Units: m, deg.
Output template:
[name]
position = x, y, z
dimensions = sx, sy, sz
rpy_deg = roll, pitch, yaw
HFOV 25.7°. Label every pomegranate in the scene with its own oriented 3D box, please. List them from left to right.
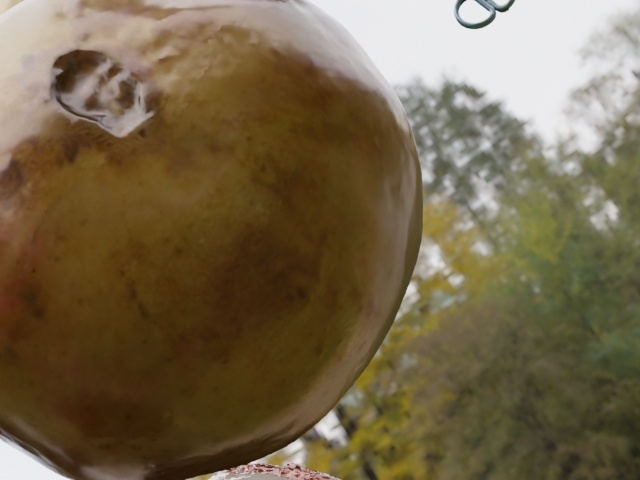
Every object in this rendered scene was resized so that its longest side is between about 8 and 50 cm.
[pomegranate]
position = -0.102, -0.001, 0.884
dimensions = 0.338, 0.338, 0.338
rpy_deg = -30, -16, -9

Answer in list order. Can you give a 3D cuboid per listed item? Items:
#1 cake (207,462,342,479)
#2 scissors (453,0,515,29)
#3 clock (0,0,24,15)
[cake]
position = -0.067, 0.296, 1.044
dimensions = 0.158, 0.160, 0.262
rpy_deg = -21, -44, -56
[scissors]
position = 0.067, -0.142, 0.736
dimensions = 0.036, 0.083, 0.006
rpy_deg = -40, -28, -5
[clock]
position = -0.264, -0.283, 1.836
dimensions = 0.317, 0.244, 0.200
rpy_deg = 21, -86, -41
